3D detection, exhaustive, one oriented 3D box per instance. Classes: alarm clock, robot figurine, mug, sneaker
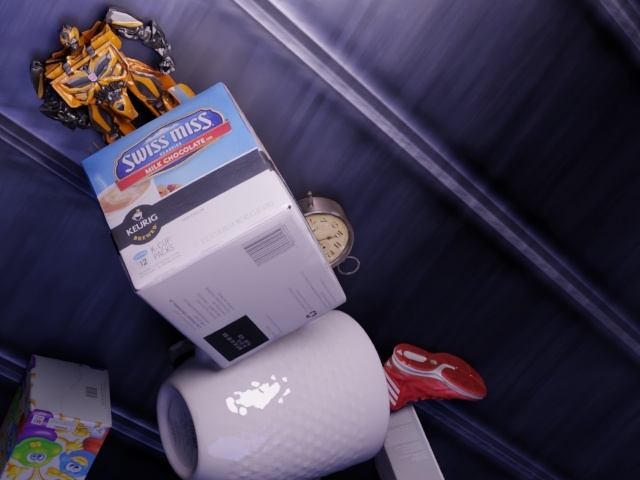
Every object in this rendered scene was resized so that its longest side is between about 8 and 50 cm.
[{"bbox_3d":[0.000,0.000,1.632,0.129,0.064,0.192,-39,124,13],"label":"alarm clock"},{"bbox_3d":[-0.274,-0.193,1.395,0.211,0.085,0.291,-34,128,9],"label":"robot figurine"},{"bbox_3d":[-0.097,0.233,1.618,0.328,0.276,0.374,-10,102,-32],"label":"mug"},{"bbox_3d":[0.210,0.286,1.911,0.221,0.087,0.128,26,124,-17],"label":"sneaker"},{"bbox_3d":[-0.204,0.260,1.756,0.084,0.083,0.215,-28,127,7],"label":"sneaker"}]

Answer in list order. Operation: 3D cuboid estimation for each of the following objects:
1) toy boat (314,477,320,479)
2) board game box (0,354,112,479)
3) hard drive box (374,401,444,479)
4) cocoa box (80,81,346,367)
[{"bbox_3d":[-0.119,0.513,1.955,0.151,0.151,0.231,43,108,-4],"label":"toy boat"},{"bbox_3d":[-0.487,0.360,1.708,0.142,0.144,0.275,16,119,-25],"label":"board game box"},{"bbox_3d":[0.176,0.466,1.925,0.089,0.232,0.181,-13,129,-7],"label":"hard drive box"},{"bbox_3d":[-0.140,-0.008,1.378,0.231,0.228,0.347,-29,152,1],"label":"cocoa box"}]
